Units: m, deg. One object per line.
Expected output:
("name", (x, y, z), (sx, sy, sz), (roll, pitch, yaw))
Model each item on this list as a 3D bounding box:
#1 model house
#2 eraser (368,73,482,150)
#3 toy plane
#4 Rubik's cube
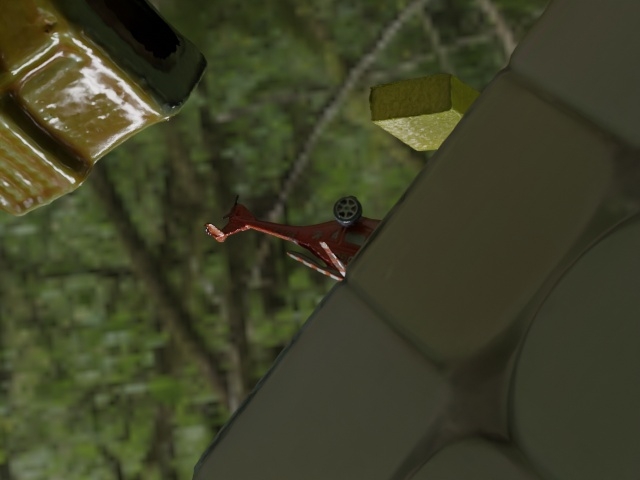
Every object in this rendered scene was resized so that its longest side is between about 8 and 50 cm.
("model house", (-0.267, -0.149, 1.817), (0.239, 0.268, 0.173), (-34, -146, 18))
("eraser", (0.119, -0.134, 2.060), (0.097, 0.045, 0.122), (-6, 166, 26))
("toy plane", (0.003, 0.003, 1.734), (0.194, 0.077, 0.126), (7, 158, 37))
("Rubik's cube", (0.220, 0.112, 0.772), (0.344, 0.347, 0.346), (37, -175, -36))
